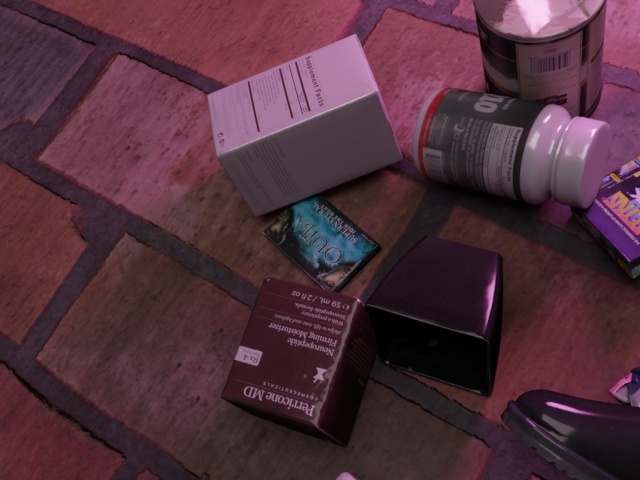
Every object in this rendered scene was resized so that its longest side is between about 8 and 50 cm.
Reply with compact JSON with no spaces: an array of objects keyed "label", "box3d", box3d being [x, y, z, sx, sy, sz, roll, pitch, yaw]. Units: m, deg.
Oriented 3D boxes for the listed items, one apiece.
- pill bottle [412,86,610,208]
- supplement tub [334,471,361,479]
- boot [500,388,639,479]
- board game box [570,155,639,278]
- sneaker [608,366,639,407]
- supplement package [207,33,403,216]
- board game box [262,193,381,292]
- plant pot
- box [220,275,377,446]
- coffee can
[{"label":"pill bottle","box3d":[0.308,-0.150,1.240,0.283,0.161,0.161,17,72,32]},{"label":"supplement tub","box3d":[0.025,0.449,1.081,0.144,0.144,0.199,37,81,28]},{"label":"boot","box3d":[0.485,0.131,0.927,0.367,0.146,0.445,30,93,3]},{"label":"board game box","box3d":[0.494,-0.041,1.188,0.141,0.048,0.170,-30,43,2]},{"label":"sneaker","box3d":[0.479,0.191,1.063,0.131,0.112,0.319,15,78,27]},{"label":"supplement package","box3d":[-0.028,-0.203,1.368,0.293,0.177,0.175,-20,49,7]},{"label":"board game box","box3d":[0.000,0.000,1.365,0.126,0.026,0.186,-45,61,-7]},{"label":"plant pot","box3d":[0.196,0.103,1.176,0.188,0.187,0.167,16,60,24]},{"label":"box","box3d":[-0.022,0.191,1.202,0.168,0.167,0.203,12,70,22]},{"label":"coffee can","box3d":[0.364,-0.328,1.260,0.202,0.275,0.201,-7,64,14]}]
